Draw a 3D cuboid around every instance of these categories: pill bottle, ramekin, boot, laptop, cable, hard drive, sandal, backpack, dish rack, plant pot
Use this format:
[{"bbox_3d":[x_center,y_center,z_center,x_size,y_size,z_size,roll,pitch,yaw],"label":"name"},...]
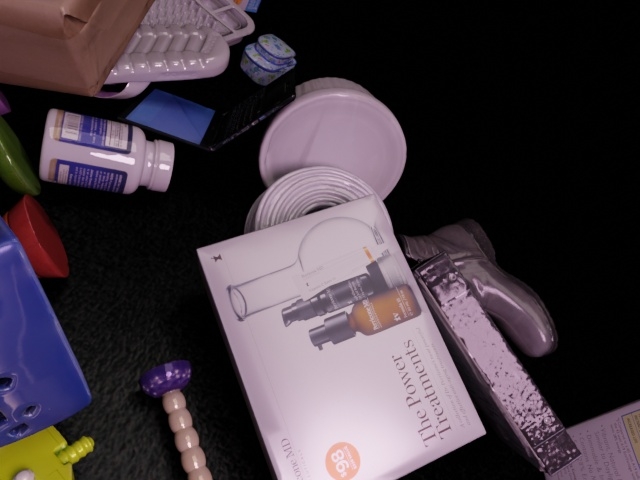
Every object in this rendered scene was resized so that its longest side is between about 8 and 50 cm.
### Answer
[{"bbox_3d":[-0.336,-0.133,0.825,0.186,0.112,0.112,9,52,-26],"label":"pill bottle"},{"bbox_3d":[0.016,-0.179,0.981,0.272,0.273,0.127,14,36,-22],"label":"ramekin"},{"bbox_3d":[0.291,0.116,1.037,0.222,0.118,0.338,-17,59,-32],"label":"boot"},{"bbox_3d":[-0.189,-0.267,0.935,0.137,0.264,0.234,54,14,-26],"label":"laptop"},{"bbox_3d":[0.000,0.000,0.887,0.256,0.089,0.257,3,78,-15],"label":"cable"},{"bbox_3d":[0.247,0.184,0.837,0.064,0.237,0.339,-33,84,-3],"label":"hard drive"},{"bbox_3d":[-0.374,-0.313,0.940,0.415,0.102,0.170,-2,54,-9],"label":"sandal"},{"bbox_3d":[-0.123,-0.419,1.200,0.105,0.084,0.114,43,48,8],"label":"backpack"},{"bbox_3d":[-0.339,-0.496,1.137,0.285,0.072,0.333,43,45,4],"label":"dish rack"},{"bbox_3d":[-0.394,0.085,0.497,0.235,0.236,0.212,30,46,34],"label":"plant pot"}]

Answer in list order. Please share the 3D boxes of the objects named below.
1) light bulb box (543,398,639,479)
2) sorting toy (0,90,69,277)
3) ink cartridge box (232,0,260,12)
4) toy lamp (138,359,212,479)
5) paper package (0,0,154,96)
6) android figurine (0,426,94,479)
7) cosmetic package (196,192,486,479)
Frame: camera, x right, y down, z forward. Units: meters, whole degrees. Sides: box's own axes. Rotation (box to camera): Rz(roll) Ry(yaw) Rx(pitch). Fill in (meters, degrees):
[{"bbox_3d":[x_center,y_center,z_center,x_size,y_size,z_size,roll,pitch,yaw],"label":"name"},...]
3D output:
[{"bbox_3d":[0.570,0.432,0.764,0.225,0.361,0.358,14,50,-22],"label":"light bulb box"},{"bbox_3d":[-0.475,-0.081,0.726,0.126,0.127,0.366,-25,69,-13],"label":"sorting toy"},{"bbox_3d":[-0.232,-0.643,1.294,0.181,0.104,0.062,-7,60,-34],"label":"ink cartridge box"},{"bbox_3d":[-0.149,0.286,0.636,0.080,0.080,0.275,-7,60,-35],"label":"toy lamp"},{"bbox_3d":[-0.473,-0.402,0.824,0.324,0.168,0.310,10,55,0],"label":"paper package"},{"bbox_3d":[-0.362,0.264,0.500,0.248,0.056,0.272,34,43,26],"label":"android figurine"},{"bbox_3d":[0.019,0.149,0.738,0.284,0.097,0.378,-19,75,-16],"label":"cosmetic package"}]
